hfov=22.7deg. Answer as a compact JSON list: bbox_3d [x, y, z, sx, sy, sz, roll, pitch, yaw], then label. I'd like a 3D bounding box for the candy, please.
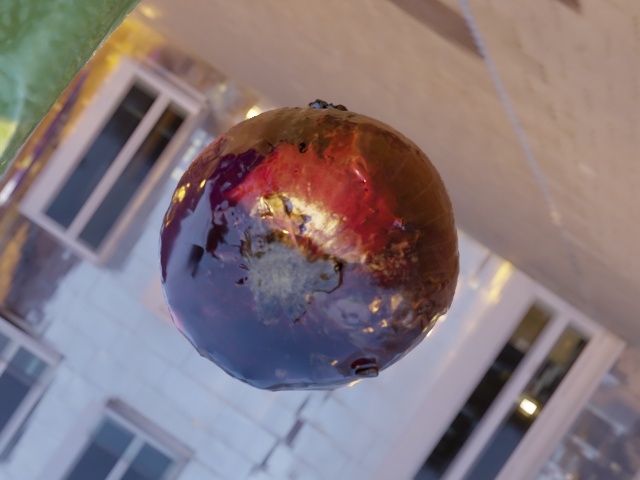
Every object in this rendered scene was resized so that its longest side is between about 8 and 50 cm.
[{"bbox_3d":[-0.300,-0.190,1.574,0.142,0.344,0.132,36,179,-38],"label":"candy"}]

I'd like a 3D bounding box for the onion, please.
[{"bbox_3d":[0.000,0.000,1.856,0.347,0.348,0.385,35,-162,4],"label":"onion"}]
